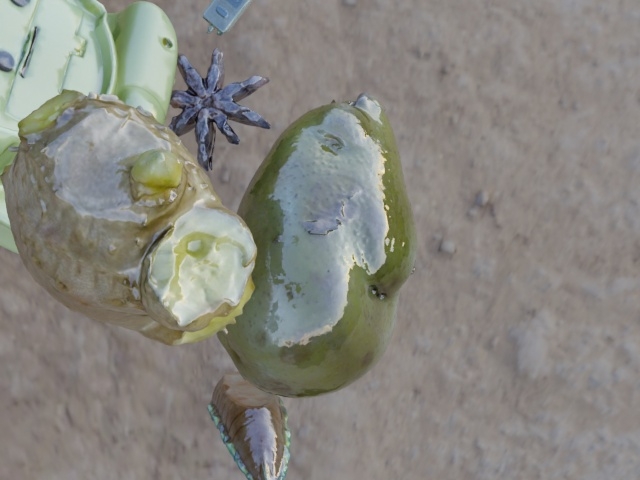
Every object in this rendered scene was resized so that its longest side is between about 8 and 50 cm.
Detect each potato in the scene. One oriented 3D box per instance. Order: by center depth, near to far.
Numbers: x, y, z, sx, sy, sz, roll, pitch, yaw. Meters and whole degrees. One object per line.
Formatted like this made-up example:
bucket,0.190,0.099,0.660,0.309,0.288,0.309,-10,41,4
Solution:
potato,-0.001,0.000,1.518,0.203,0.218,0.350,3,75,45

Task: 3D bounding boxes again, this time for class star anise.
star anise,-0.124,-0.149,1.504,0.141,0.042,0.141,-1,83,7

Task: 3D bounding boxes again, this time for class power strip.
power strip,-0.070,-0.207,1.167,0.027,0.017,0.083,37,94,1

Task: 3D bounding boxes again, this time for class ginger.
ginger,-0.105,-0.008,0.734,0.102,0.216,0.157,-42,89,-20

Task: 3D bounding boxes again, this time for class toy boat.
toy boat,-0.094,0.262,1.946,0.109,0.293,0.099,-6,112,-11

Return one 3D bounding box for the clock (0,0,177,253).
clock,-0.302,-0.162,1.231,0.348,0.117,0.286,30,47,-29
